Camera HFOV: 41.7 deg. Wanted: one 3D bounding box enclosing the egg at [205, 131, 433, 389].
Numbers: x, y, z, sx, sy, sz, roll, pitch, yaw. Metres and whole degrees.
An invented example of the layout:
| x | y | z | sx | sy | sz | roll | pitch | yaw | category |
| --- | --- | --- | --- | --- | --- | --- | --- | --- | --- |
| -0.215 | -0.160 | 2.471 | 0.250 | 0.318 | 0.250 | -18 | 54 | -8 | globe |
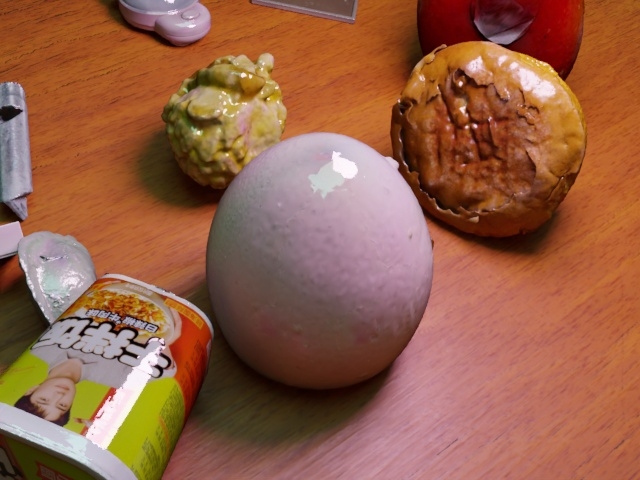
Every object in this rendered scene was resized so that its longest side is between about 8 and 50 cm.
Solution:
| x | y | z | sx | sy | sz | roll | pitch | yaw | category |
| --- | --- | --- | --- | --- | --- | --- | --- | --- | --- |
| 0.000 | 0.000 | 1.259 | 0.355 | 0.339 | 0.354 | 1 | 52 | -1 | egg |

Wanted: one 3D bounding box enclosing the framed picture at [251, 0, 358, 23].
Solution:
| x | y | z | sx | sy | sz | roll | pitch | yaw | category |
| --- | --- | --- | --- | --- | --- | --- | --- | --- | --- |
| -0.030 | -0.602 | 2.027 | 0.250 | 0.016 | 0.184 | 10 | 48 | -3 | framed picture |

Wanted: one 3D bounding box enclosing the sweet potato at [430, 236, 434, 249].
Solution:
| x | y | z | sx | sy | sz | roll | pitch | yaw | category |
| --- | --- | --- | --- | --- | --- | --- | --- | --- | --- |
| 0.114 | 0.074 | 1.453 | 0.057 | 0.057 | 0.264 | 38 | 60 | 21 | sweet potato |

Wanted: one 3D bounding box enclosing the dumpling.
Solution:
| x | y | z | sx | sy | sz | roll | pitch | yaw | category |
| --- | --- | --- | --- | --- | --- | --- | --- | --- | --- |
| -0.402 | 0.056 | 1.304 | 0.105 | 0.149 | 0.216 | -6 | 47 | -11 | dumpling |

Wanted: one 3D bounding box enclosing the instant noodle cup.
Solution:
| x | y | z | sx | sy | sz | roll | pitch | yaw | category |
| --- | --- | --- | --- | --- | --- | --- | --- | --- | --- |
| -0.296 | 0.222 | 1.125 | 0.294 | 0.293 | 0.307 | 20 | 42 | 6 | instant noodle cup |

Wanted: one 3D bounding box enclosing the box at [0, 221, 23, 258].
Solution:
| x | y | z | sx | sy | sz | roll | pitch | yaw | category |
| --- | --- | --- | --- | --- | --- | --- | --- | --- | --- |
| -0.541 | 0.013 | 1.330 | 0.129 | 0.130 | 0.051 | -18 | 96 | -24 | box |

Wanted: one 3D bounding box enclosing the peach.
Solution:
| x | y | z | sx | sy | sz | roll | pitch | yaw | category |
| --- | --- | --- | --- | --- | --- | --- | --- | --- | --- |
| 0.364 | -0.458 | 1.708 | 0.335 | 0.405 | 0.310 | -1 | 19 | 5 | peach |

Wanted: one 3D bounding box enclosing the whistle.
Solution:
| x | y | z | sx | sy | sz | roll | pitch | yaw | category |
| --- | --- | --- | --- | --- | --- | --- | --- | --- | --- |
| -0.558 | -0.167 | 1.524 | 0.062 | 0.062 | 0.312 | -6 | 52 | -16 | whistle |

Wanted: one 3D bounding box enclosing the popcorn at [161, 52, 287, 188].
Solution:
| x | y | z | sx | sy | sz | roll | pitch | yaw | category |
| --- | --- | --- | --- | --- | --- | --- | --- | --- | --- |
| -0.176 | -0.220 | 1.531 | 0.212 | 0.259 | 0.259 | 9 | 42 | 34 | popcorn |

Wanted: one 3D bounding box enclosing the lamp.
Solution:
| x | y | z | sx | sy | sz | roll | pitch | yaw | category |
| --- | --- | --- | --- | --- | --- | --- | --- | --- | --- |
| -0.340 | -0.526 | 1.843 | 0.179 | 0.108 | 0.246 | -34 | 63 | -28 | lamp |

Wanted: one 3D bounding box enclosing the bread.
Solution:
| x | y | z | sx | sy | sz | roll | pitch | yaw | category |
| --- | --- | --- | --- | --- | --- | --- | --- | --- | --- |
| 0.313 | -0.190 | 1.562 | 0.358 | 0.336 | 0.204 | 36 | 29 | 17 | bread |
